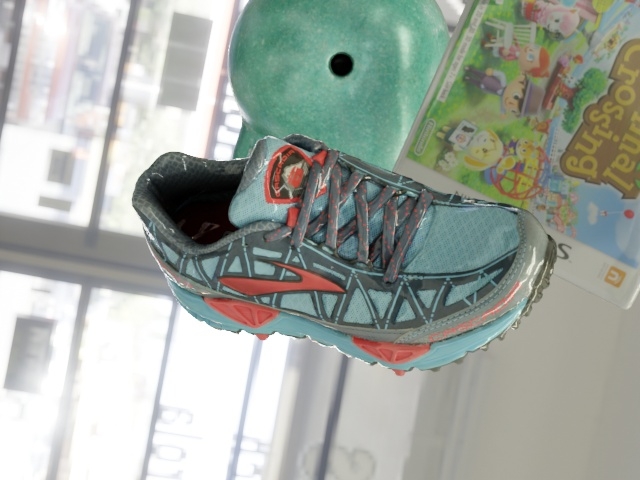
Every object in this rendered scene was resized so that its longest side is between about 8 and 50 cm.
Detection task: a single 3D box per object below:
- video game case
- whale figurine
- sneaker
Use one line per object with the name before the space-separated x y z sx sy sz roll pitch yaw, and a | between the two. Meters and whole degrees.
video game case | 0.171 -0.087 0.965 0.212 0.193 0.023 -67 168 17
whale figurine | 0.033 -0.087 1.080 0.141 0.216 0.272 -84 155 -84
sneaker | 0.000 0.000 0.793 0.125 0.261 0.104 57 44 -45
